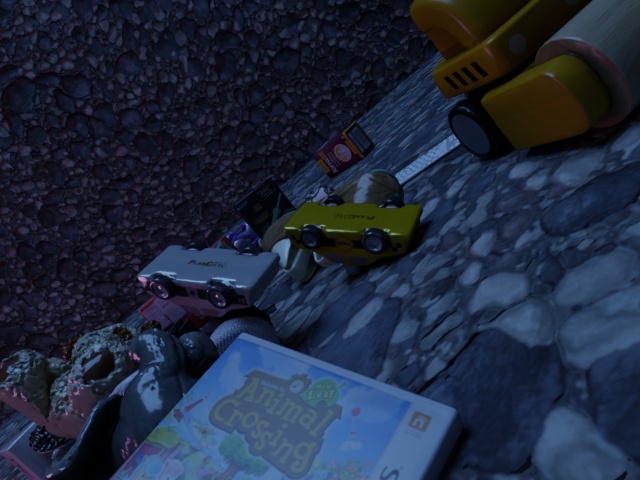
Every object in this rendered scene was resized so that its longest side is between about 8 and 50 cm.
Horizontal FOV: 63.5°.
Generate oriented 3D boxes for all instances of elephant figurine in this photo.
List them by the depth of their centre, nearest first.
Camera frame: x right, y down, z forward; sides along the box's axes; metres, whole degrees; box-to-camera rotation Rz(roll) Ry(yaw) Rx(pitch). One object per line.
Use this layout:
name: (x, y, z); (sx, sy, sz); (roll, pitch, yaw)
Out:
elephant figurine: (-0.184, 0.221, 0.529); (0.239, 0.169, 0.186); (-44, -27, 9)

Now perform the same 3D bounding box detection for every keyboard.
keyboard: (0.206, -0.155, 0.980); (0.256, 0.014, 0.072); (-35, 13, 28)

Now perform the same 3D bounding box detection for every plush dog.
plush dog: (-0.391, 0.239, 0.929); (0.262, 0.211, 0.225); (-9, 28, 18)

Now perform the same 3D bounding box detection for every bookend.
bookend: (-0.305, 0.212, 1.089); (0.157, 0.072, 0.156); (-36, 12, 20)

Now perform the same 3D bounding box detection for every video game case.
video game case: (-0.042, 0.160, 0.347); (0.212, 0.023, 0.193); (9, 45, 40)

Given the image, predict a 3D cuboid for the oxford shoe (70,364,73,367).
oxford shoe: (-0.543, 0.325, 1.297); (0.449, 0.130, 0.169); (-29, 14, 38)

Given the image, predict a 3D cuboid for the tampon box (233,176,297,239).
tampon box: (-0.134, -0.068, 1.367); (0.120, 0.161, 0.101); (-40, 11, -7)

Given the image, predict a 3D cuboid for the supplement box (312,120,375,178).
supplement box: (0.073, -0.295, 1.698); (0.188, 0.104, 0.081); (-26, 18, 52)

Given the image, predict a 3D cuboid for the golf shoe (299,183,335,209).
golf shoe: (-0.001, -0.074, 1.229); (0.094, 0.077, 0.198); (-58, 11, -12)

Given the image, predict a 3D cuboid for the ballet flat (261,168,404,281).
ballet flat: (0.000, 0.000, 0.885); (0.342, 0.116, 0.124); (-26, 37, 39)

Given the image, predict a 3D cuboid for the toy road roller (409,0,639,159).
toy road roller: (0.255, -0.259, 0.644); (0.202, 0.241, 0.329); (-42, 12, -7)

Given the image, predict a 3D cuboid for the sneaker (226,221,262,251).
sneaker: (-0.259, 0.033, 1.539); (0.236, 0.105, 0.095); (-48, 15, -26)

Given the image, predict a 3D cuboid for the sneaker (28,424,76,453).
sneaker: (-0.474, 0.355, 1.068); (0.237, 0.085, 0.086); (-35, -30, -32)

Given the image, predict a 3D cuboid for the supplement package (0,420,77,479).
supplement package: (-0.559, 0.405, 1.097); (0.105, 0.105, 0.179); (-31, 14, 46)

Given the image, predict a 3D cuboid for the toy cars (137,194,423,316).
toy cars: (-0.047, 0.030, 0.717); (0.393, 0.087, 0.176); (-18, 31, -9)

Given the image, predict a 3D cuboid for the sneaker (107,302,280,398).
sneaker: (-0.170, 0.175, 0.730); (0.268, 0.101, 0.153); (-30, 11, 7)

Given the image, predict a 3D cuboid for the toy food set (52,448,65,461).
toy food set: (-0.259, 0.311, 0.503); (0.071, 0.128, 0.218); (-3, 19, 3)

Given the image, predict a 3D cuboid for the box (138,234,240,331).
box: (-0.294, 0.121, 1.258); (0.256, 0.128, 0.123); (-38, 12, 15)
